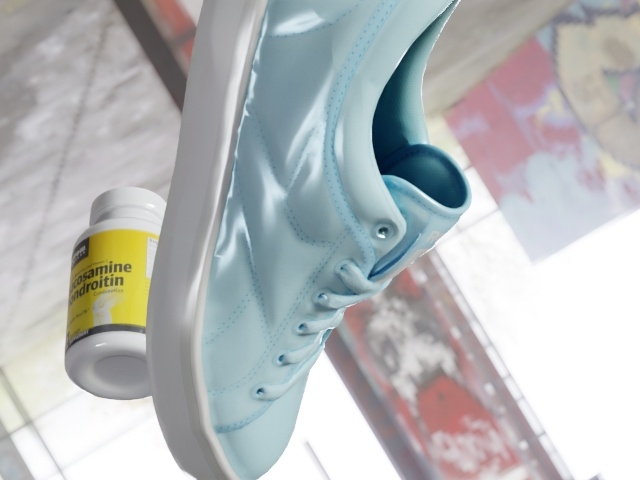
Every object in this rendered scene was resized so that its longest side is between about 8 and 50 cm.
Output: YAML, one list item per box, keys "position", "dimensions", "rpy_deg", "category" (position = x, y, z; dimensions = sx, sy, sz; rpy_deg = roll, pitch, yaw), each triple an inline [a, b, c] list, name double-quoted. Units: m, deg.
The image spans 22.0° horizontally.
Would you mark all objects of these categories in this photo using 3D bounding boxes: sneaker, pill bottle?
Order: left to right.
- position: [-0.177, 0.045, 1.497]
  dimensions: [0.103, 0.184, 0.103]
  rpy_deg: [-2, 143, -1]
  category: "pill bottle"
- position: [0.000, 0.000, 0.915]
  dimensions: [0.135, 0.150, 0.366]
  rpy_deg: [-44, 147, -54]
  category: "sneaker"
